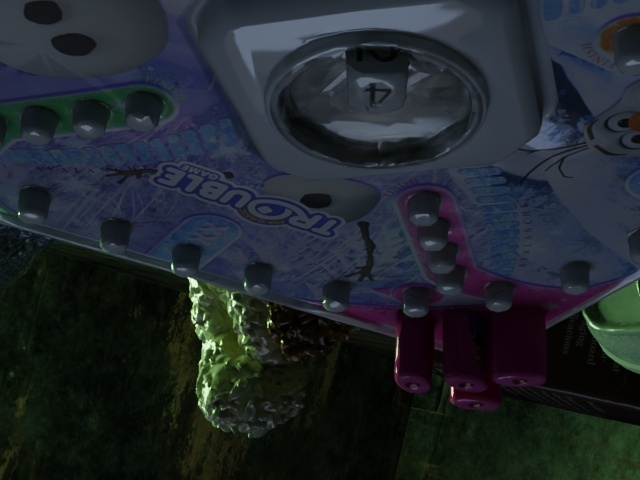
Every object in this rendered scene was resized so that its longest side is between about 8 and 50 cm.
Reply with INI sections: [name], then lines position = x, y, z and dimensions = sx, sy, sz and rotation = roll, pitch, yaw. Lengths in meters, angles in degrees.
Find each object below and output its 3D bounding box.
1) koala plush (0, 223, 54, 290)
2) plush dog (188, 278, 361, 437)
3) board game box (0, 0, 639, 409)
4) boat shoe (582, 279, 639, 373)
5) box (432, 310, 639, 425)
[koala plush]
position = -0.188, -0.054, 0.875
dimensions = 0.221, 0.203, 0.196
rotation = -2, 173, 17
[plush dog]
position = 0.000, 0.000, 0.950
dimensions = 0.225, 0.262, 0.210
rotation = -13, 117, 50
[board game box]
position = 0.021, -0.049, 0.462
dimensions = 0.390, 0.050, 0.390
rotation = 17, 148, -25
[boat shoe]
position = 0.234, -0.013, 0.594
dimensions = 0.103, 0.118, 0.320
rotation = 31, 153, -19
[box]
position = 0.192, 0.036, 0.878
dimensions = 0.203, 0.167, 0.168
rotation = 10, 171, 25
